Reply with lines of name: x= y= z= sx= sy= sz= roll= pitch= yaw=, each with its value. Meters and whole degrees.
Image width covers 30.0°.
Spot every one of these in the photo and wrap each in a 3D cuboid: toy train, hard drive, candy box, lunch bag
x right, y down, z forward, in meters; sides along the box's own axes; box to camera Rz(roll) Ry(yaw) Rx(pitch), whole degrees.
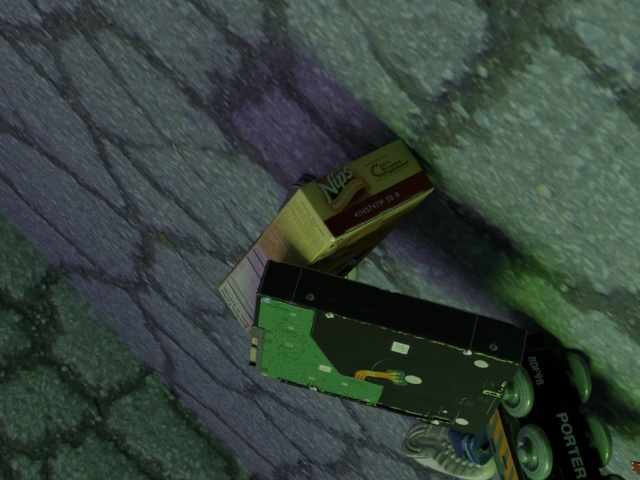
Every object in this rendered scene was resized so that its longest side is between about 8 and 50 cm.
toy train: x=0.311 y=0.300 z=1.651 sx=0.190 sy=0.142 sz=0.334 roll=128 pitch=130 yaw=-59
hard drive: x=0.078 y=0.144 z=1.563 sx=0.338 sy=0.064 sz=0.237 roll=14 pitch=148 yaw=3
candy box: x=0.000 y=0.000 z=1.616 sx=0.088 sy=0.183 sz=0.316 roll=56 pitch=146 yaw=10
lunch bag: x=0.263 y=0.323 z=1.968 sx=0.065 sy=0.098 sz=0.067 roll=10 pitch=136 yaw=48

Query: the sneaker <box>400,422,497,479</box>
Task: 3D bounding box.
sneaker: x=0.249 y=0.388 z=2.150 sx=0.095 sy=0.090 sz=0.235 roll=39 pitch=165 yaw=-27

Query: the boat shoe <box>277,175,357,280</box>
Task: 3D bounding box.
boat shoe: x=-0.011 y=0.014 z=1.878 sx=0.096 sy=0.088 sz=0.267 roll=31 pitch=154 yaw=26

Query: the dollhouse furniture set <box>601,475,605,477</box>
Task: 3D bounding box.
dollhouse furniture set: x=0.442 y=0.464 z=1.818 sx=0.101 sy=0.182 sz=0.161 roll=48 pitch=157 yaw=-13

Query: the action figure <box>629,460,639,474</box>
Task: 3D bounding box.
action figure: x=0.531 y=0.369 z=1.572 sx=0.370 sy=0.248 sz=0.276 roll=49 pitch=-174 yaw=-13
